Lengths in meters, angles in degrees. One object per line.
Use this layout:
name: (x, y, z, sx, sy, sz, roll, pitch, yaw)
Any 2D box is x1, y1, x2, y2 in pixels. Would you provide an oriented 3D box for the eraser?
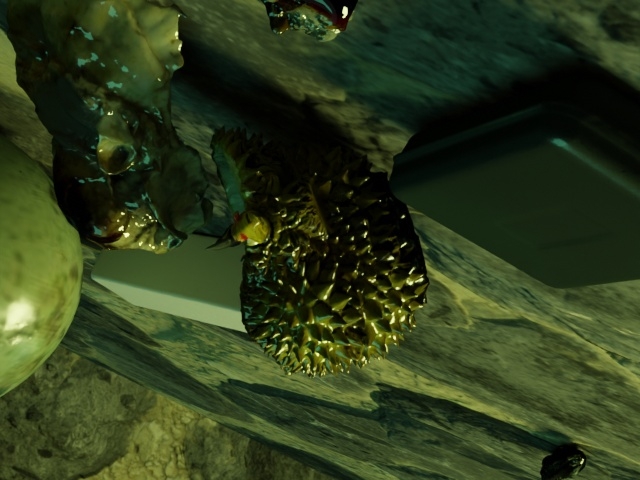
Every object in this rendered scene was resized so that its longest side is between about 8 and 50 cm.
eraser: (-0.126, 0.042, 1.498, 0.298, 0.076, 0.078, 10, 159, 48)

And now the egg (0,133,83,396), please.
egg: (-0.439, 0.023, 1.437, 0.428, 0.345, 0.345, 4, 157, 23)

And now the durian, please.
durian: (0.000, 0.000, 1.003, 0.138, 0.193, 0.237, -16, 171, 4)

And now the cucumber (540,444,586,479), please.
cucumber: (0.291, 0.260, 1.643, 0.163, 0.043, 0.039, 105, 143, -72)

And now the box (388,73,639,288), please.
box: (0.149, -0.029, 0.847, 0.160, 0.050, 0.230, 29, 165, -16)

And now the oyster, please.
oyster: (-0.155, -0.086, 0.984, 0.161, 0.107, 0.232, 19, 140, 49)

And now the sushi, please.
sushi: (-0.015, -0.139, 0.752, 0.083, 0.044, 0.046, 29, 166, -19)

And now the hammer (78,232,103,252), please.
hammer: (-0.244, 0.014, 1.705, 0.201, 0.021, 0.078, 20, 164, 17)
